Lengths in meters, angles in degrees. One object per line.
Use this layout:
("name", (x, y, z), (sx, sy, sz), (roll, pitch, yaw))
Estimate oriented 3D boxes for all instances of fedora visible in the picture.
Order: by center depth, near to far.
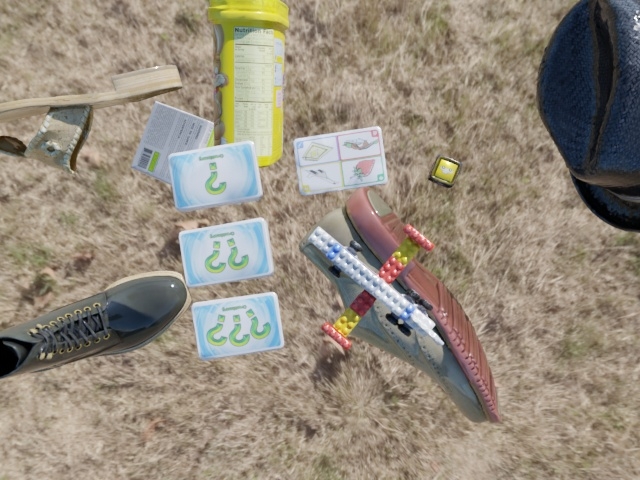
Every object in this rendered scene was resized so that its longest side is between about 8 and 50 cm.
("fedora", (0.363, -0.179, 0.707), (0.152, 0.334, 0.334), (5, 73, -21))

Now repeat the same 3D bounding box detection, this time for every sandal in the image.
("sandal", (-0.251, -0.108, 0.589), (0.239, 0.088, 0.079), (-17, 102, -8))

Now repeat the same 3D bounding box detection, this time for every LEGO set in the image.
("LEGO set", (0.000, 0.000, 0.478), (0.244, 0.060, 0.183), (-8, 91, 4))

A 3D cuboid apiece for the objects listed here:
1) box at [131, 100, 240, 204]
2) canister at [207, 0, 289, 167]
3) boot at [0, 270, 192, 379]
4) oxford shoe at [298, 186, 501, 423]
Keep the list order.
("box", (-0.197, -0.138, 0.973), (0.103, 0.203, 0.114), (23, 93, 18))
("canister", (-0.077, -0.172, 0.647), (0.073, 0.126, 0.170), (3, 105, 4))
("boot", (-0.228, 0.088, 0.567), (0.197, 0.137, 0.077), (-25, 88, -4))
("oxford shoe", (0.108, 0.103, 0.755), (0.130, 0.123, 0.348), (-33, 95, 18))
